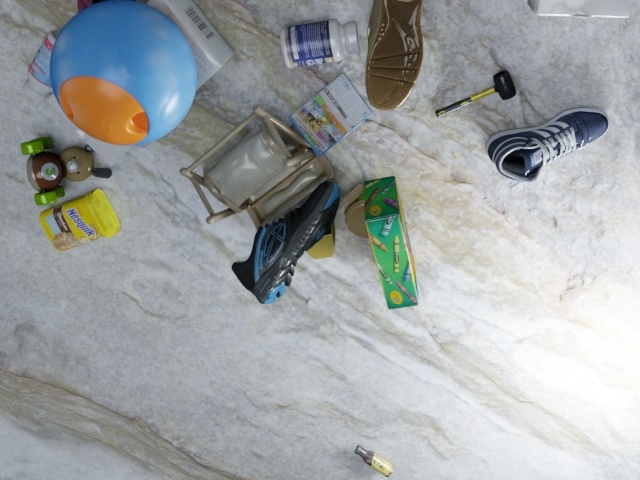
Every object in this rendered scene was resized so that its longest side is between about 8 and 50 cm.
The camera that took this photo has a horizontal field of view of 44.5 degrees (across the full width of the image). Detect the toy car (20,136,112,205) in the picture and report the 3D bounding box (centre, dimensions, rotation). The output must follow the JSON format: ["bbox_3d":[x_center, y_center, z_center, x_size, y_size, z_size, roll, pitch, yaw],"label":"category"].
[{"bbox_3d":[-0.616,-0.185,1.930,0.188,0.149,0.155,-11,104,-1],"label":"toy car"}]

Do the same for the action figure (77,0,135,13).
[{"bbox_3d":[-0.505,-0.645,1.612,0.248,0.276,0.370,-23,95,13],"label":"action figure"}]

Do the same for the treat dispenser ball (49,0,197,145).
[{"bbox_3d":[-0.394,-0.335,1.576,0.288,0.288,0.288,2,115,5],"label":"treat dispenser ball"}]

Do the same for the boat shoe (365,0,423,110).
[{"bbox_3d":[0.164,-0.460,1.723,0.121,0.110,0.341,5,113,-9],"label":"boat shoe"}]

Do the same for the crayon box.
[{"bbox_3d":[0.170,0.008,1.880,0.081,0.165,0.279,-10,126,9],"label":"crayon box"}]

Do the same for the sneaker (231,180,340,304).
[{"bbox_3d":[-0.084,-0.015,1.873,0.139,0.125,0.341,39,97,18],"label":"sneaker"}]

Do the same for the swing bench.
[{"bbox_3d":[-0.142,-0.158,1.846,0.253,0.254,0.165,-36,73,19],"label":"swing bench"}]

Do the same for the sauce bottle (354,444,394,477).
[{"bbox_3d":[0.155,0.641,2.278,0.128,0.042,0.042,35,114,-12],"label":"sauce bottle"}]

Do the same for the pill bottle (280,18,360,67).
[{"bbox_3d":[0.001,-0.444,1.754,0.169,0.094,0.094,-6,114,10],"label":"pill bottle"}]

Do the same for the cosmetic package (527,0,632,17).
[{"bbox_3d":[0.541,-0.644,1.567,0.196,0.155,0.366,5,116,4],"label":"cosmetic package"}]

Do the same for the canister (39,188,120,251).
[{"bbox_3d":[-0.625,-0.048,2.024,0.169,0.073,0.126,-18,112,16],"label":"canister"}]

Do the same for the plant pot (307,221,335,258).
[{"bbox_3d":[0.000,0.000,1.975,0.081,0.081,0.083,-8,125,10],"label":"plant pot"}]

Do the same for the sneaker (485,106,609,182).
[{"bbox_3d":[0.523,-0.214,1.772,0.282,0.153,0.099,-14,113,13],"label":"sneaker"}]

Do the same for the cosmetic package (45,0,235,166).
[{"bbox_3d":[-0.412,-0.377,1.802,0.385,0.156,0.217,-34,107,21],"label":"cosmetic package"}]

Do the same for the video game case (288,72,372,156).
[{"bbox_3d":[0.024,-0.293,1.829,0.166,0.015,0.119,-40,107,-6],"label":"video game case"}]

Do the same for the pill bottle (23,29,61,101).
[{"bbox_3d":[-0.635,-0.408,1.846,0.087,0.087,0.160,36,113,-11],"label":"pill bottle"}]

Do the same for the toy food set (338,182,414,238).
[{"bbox_3d":[0.127,-0.062,1.958,0.192,0.039,0.132,38,119,-23],"label":"toy food set"}]

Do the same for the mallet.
[{"bbox_3d":[0.360,-0.321,1.810,0.189,0.039,0.062,-29,111,23],"label":"mallet"}]
